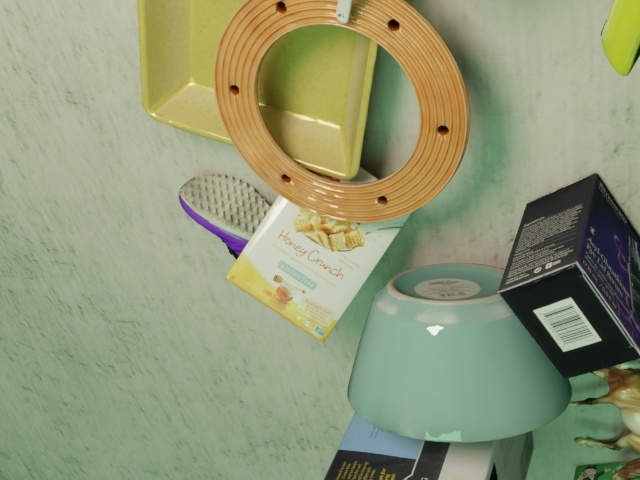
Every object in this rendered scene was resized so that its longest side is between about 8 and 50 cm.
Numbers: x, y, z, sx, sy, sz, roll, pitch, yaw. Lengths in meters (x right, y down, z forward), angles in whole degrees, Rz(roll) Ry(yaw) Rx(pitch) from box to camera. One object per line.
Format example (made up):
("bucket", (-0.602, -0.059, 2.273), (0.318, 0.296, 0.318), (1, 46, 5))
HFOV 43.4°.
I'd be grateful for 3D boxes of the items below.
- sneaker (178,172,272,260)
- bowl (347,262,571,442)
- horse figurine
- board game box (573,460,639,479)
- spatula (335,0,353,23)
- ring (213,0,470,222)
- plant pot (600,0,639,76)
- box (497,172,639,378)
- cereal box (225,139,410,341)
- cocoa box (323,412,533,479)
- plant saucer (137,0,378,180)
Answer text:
("sneaker", (-0.101, 0.014, 1.263), (0.293, 0.102, 0.146), (28, 133, 5))
("bowl", (0.186, 0.132, 1.109), (0.311, 0.311, 0.163), (3, 107, 25))
("horse figurine", (0.455, 0.265, 1.203), (0.174, 0.066, 0.263), (-9, 118, 38))
("board game box", (0.582, 0.486, 1.320), (0.213, 0.046, 0.317), (-19, 114, 35))
("spatula", (-0.015, -0.332, 0.812), (0.168, 0.019, 0.242), (29, 156, 6))
("ring", (0.022, -0.169, 1.003), (0.336, 0.032, 0.337), (14, 130, 18))
("plant pot", (0.396, -0.252, 0.735), (0.207, 0.228, 0.227), (23, 132, 20))
("box", (0.323, 0.041, 0.999), (0.108, 0.207, 0.153), (-27, 111, 38))
("cereal box", (0.000, 0.000, 1.153), (0.173, 0.047, 0.240), (33, 96, 0))
("cocoa box", (0.170, 0.355, 1.222), (0.227, 0.347, 0.232), (2, 126, 26))
("plant saucer", (-0.074, -0.274, 1.044), (0.332, 0.081, 0.333), (19, 131, 14))
